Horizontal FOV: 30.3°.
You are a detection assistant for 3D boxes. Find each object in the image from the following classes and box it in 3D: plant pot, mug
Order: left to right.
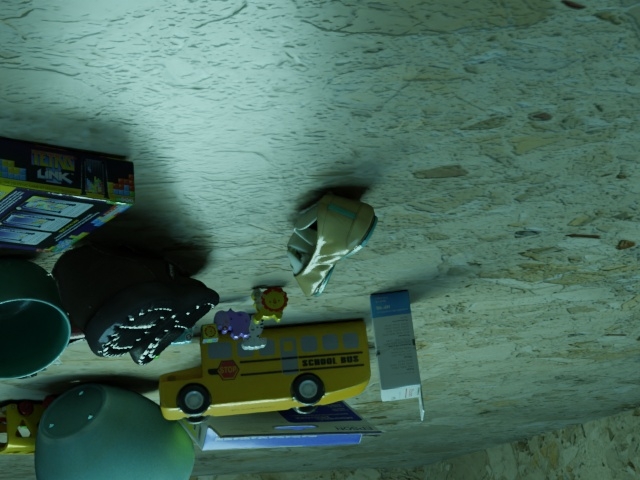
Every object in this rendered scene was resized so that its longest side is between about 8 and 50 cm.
[{"bbox_3d":[-0.377,0.080,1.375,0.157,0.097,0.129,21,117,-39],"label":"mug"},{"bbox_3d":[-0.399,0.371,2.129,0.290,0.290,0.195,-13,125,20],"label":"plant pot"}]

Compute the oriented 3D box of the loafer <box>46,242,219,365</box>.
[{"bbox_3d":[-0.218,0.057,1.405,0.134,0.130,0.366,-40,172,-3],"label":"loafer"}]

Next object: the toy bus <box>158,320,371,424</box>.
[{"bbox_3d":[-0.090,0.211,1.880,0.332,0.130,0.108,-5,164,-5],"label":"toy bus"}]

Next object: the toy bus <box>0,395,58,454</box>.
[{"bbox_3d":[-0.541,0.370,2.278,0.202,0.104,0.191,-7,163,3],"label":"toy bus"}]

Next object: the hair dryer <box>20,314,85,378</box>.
[{"bbox_3d":[-0.375,0.110,1.600,0.223,0.080,0.293,-24,166,4],"label":"hair dryer"}]

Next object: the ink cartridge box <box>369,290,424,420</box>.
[{"bbox_3d":[0.113,0.176,1.752,0.060,0.180,0.104,-7,162,2],"label":"ink cartridge box"}]

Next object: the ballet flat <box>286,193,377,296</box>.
[{"bbox_3d":[0.000,0.000,1.362,0.073,0.080,0.232,26,154,-6],"label":"ballet flat"}]

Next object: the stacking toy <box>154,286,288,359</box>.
[{"bbox_3d":[-0.166,0.119,1.679,0.221,0.052,0.167,-5,162,-13],"label":"stacking toy"}]

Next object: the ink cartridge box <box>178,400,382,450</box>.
[{"bbox_3d":[-0.089,0.324,2.132,0.303,0.072,0.307,2,-167,-23],"label":"ink cartridge box"}]

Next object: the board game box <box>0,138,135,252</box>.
[{"bbox_3d":[-0.281,-0.039,1.141,0.141,0.048,0.170,10,157,-37],"label":"board game box"}]
